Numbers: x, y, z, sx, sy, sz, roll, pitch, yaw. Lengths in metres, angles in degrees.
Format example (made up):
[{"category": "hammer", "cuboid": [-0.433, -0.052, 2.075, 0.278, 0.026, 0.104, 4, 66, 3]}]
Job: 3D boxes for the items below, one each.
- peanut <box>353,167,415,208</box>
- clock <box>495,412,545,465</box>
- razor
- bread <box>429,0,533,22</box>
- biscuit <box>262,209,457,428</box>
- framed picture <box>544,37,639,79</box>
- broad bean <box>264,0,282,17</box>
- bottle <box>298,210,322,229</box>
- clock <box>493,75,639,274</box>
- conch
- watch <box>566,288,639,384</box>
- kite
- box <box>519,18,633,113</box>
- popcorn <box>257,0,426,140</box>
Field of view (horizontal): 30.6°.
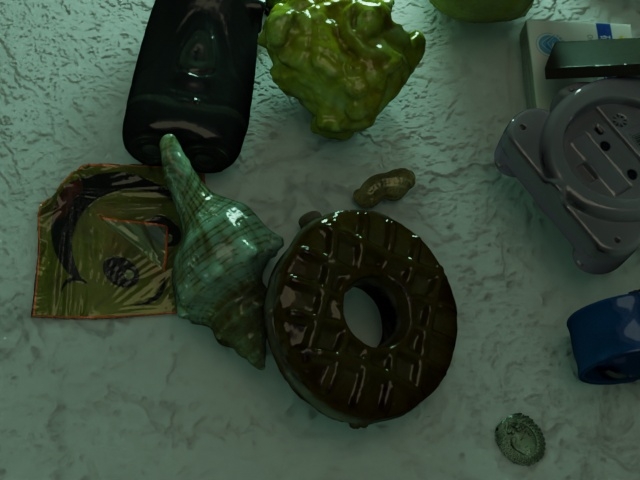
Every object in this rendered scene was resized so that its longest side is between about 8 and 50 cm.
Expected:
[{"category": "peanut", "cuboid": [0.107, -0.087, 1.949, 0.113, 0.054, 0.054, -21, 70, -13]}, {"category": "clock", "cuboid": [0.312, 0.309, 1.814, 0.074, 0.010, 0.083, -31, 73, -19]}, {"category": "razor", "cuboid": [-0.208, -0.280, 1.963, 0.204, 0.113, 0.349, 11, 64, -4]}, {"category": "bread", "cuboid": [0.285, -0.540, 2.038, 0.237, 0.320, 0.321, -1, 66, 0]}, {"category": "biscuit", "cuboid": [0.065, 0.113, 1.771, 0.332, 0.103, 0.332, 9, 72, -27]}, {"category": "framed picture", "cuboid": [0.470, -0.306, 1.965, 0.168, 0.023, 0.128, 0, 29, 20]}, {"category": "broad bean", "cuboid": [-0.069, -0.525, 2.120, 0.077, 0.061, 0.339, -1, 65, 6]}, {"category": "bottle", "cuboid": [0.000, 0.000, 1.899, 0.045, 0.045, 0.096, -19, 68, -15]}, {"category": "clock", "cuboid": [0.481, -0.132, 1.909, 0.322, 0.113, 0.295, -31, 73, -20]}, {"category": "conch", "cuboid": [-0.141, 0.012, 1.803, 0.169, 0.203, 0.386, -12, 81, 26]}, {"category": "watch", "cuboid": [0.492, 0.157, 1.809, 0.200, 0.196, 0.171, 1, 56, -14]}, {"category": "kite", "cuboid": [-0.304, 0.011, 1.875, 0.327, 0.013, 0.377, 39, 66, 9]}, {"category": "box", "cuboid": [0.464, -0.225, 2.045, 0.200, 0.065, 0.344, 2, 66, -7]}, {"category": "popcorn", "cuboid": [0.027, -0.317, 1.949, 0.250, 0.235, 0.242, 43, 40, -8]}]
